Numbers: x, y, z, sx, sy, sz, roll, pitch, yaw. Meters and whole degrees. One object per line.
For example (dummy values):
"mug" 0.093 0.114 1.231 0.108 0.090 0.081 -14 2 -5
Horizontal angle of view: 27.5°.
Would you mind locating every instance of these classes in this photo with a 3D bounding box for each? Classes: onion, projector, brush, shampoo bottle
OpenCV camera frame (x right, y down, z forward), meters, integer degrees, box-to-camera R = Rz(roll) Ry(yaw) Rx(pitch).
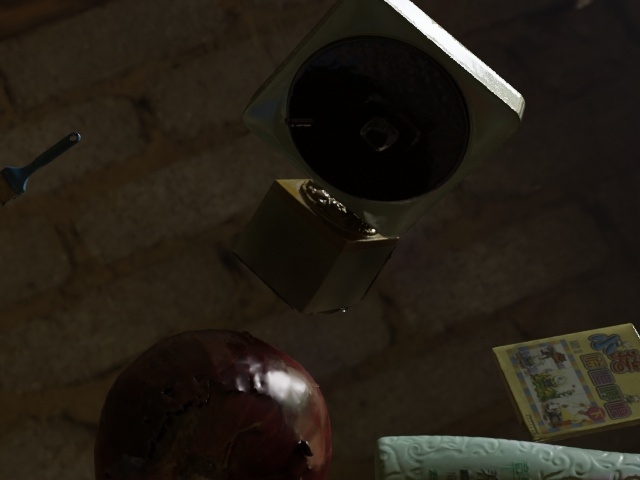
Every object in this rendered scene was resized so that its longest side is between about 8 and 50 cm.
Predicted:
"onion" -0.125 0.236 1.488 0.276 0.276 0.276 -24 -12 -6
"projector" 0.076 -0.161 1.603 0.257 0.259 0.079 -43 15 34
"brush" -0.438 -0.116 2.014 0.164 0.051 0.014 -37 -19 -8
"shampoo bottle" 0.126 0.140 0.725 0.190 0.069 0.041 -2 -22 3

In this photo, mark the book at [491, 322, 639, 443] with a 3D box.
"book" 0.329 0.177 1.645 0.192 0.168 0.013 -10 -51 -6

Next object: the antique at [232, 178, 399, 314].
"antique" 0.000 0.000 1.747 0.152 0.146 0.148 -6 -49 -57
